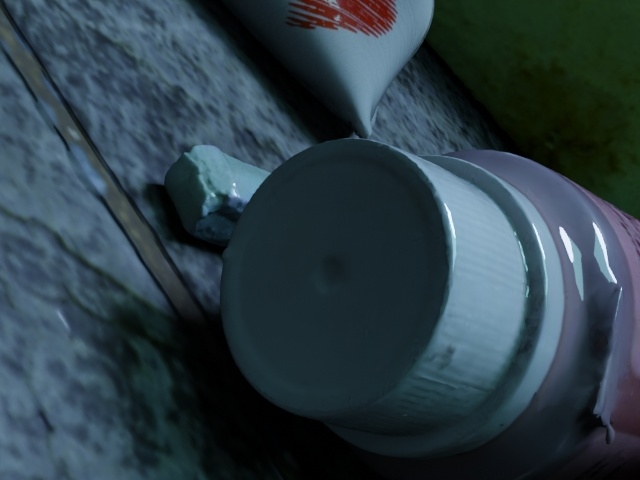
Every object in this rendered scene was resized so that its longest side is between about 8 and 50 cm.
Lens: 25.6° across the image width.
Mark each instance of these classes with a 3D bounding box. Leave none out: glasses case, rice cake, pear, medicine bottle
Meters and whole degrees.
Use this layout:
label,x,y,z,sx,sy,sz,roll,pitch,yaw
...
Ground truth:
label,x,y,z,sx,sy,sz,roll,pitch,yaw
glasses case,-0.043,-0.187,0.717,0.308,0.083,0.128,46,26,-21
rice cake,0.000,0.000,0.628,0.180,0.030,0.042,20,37,-52
pear,0.224,-0.193,1.039,0.342,0.238,0.318,48,34,-18
medicine bottle,0.073,0.038,0.581,0.247,0.147,0.147,22,41,-52
